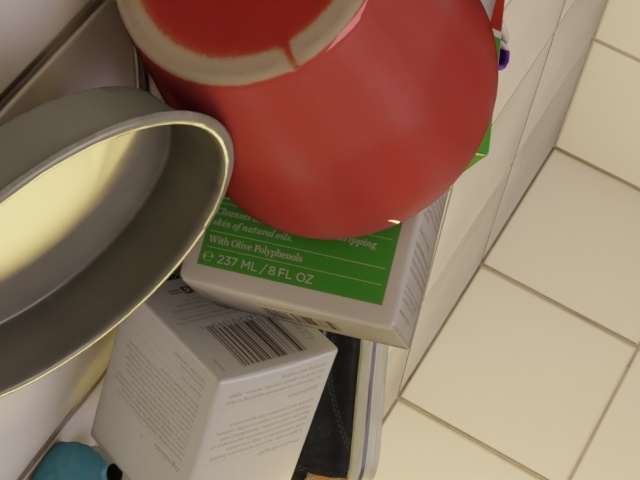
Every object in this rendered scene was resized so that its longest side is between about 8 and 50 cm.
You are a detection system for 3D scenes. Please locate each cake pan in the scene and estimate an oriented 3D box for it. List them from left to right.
[{"bbox_3d":[-0.188,0.004,0.906,0.293,0.054,0.293,-37,162,-14],"label":"cake pan"}]

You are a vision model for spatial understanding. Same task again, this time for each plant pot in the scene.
[{"bbox_3d":[-0.019,-0.163,0.995,0.275,0.275,0.243,-61,157,-5],"label":"plant pot"}]

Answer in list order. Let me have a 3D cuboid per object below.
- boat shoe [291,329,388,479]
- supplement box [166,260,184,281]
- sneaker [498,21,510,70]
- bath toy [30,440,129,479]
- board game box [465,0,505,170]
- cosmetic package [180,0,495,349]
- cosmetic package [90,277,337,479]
[{"bbox_3d":[-0.014,0.025,1.415,0.187,0.155,0.500,-165,-102,-77],"label":"boat shoe"},{"bbox_3d":[-0.143,0.069,1.386,0.083,0.056,0.083,-56,166,-23],"label":"supplement box"},{"bbox_3d":[0.157,-0.229,1.703,0.102,0.161,0.282,-58,168,-21],"label":"sneaker"},{"bbox_3d":[-0.180,0.318,1.416,0.151,0.129,0.348,-63,151,-5],"label":"bath toy"},{"bbox_3d":[0.126,-0.218,1.403,0.242,0.064,0.317,139,-41,-74],"label":"board game box"},{"bbox_3d":[0.026,-0.106,1.189,0.155,0.196,0.366,51,51,-75],"label":"cosmetic package"},{"bbox_3d":[-0.106,0.147,1.279,0.151,0.151,0.184,-10,130,-43],"label":"cosmetic package"}]
